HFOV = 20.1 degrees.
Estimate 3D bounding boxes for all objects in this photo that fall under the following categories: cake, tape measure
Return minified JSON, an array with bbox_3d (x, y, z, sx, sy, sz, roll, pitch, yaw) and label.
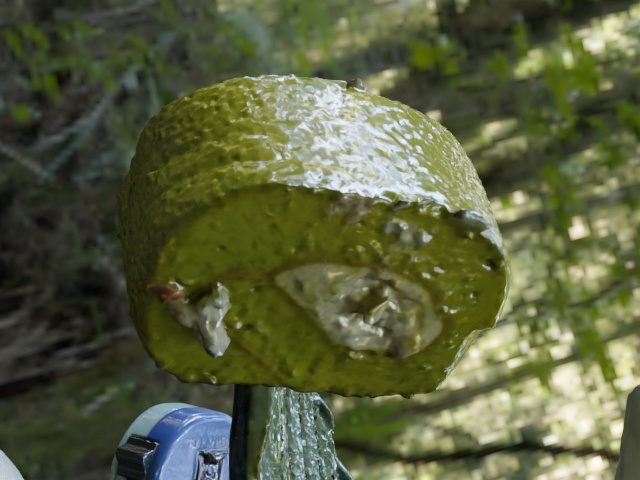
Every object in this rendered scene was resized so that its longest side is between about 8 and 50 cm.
[{"bbox_3d":[0.000,0.000,1.205,0.156,0.260,0.179,-103,-156,-43],"label":"cake"},{"bbox_3d":[-0.144,0.328,2.409,0.098,0.351,0.215,10,-87,34],"label":"tape measure"}]

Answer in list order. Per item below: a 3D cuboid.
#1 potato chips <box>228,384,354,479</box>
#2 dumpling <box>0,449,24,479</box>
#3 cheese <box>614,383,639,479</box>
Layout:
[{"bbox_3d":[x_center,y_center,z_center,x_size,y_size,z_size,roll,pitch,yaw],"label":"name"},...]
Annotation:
[{"bbox_3d":[-0.010,0.282,1.733,0.358,0.070,0.429,52,28,-59],"label":"potato chips"},{"bbox_3d":[-0.344,0.211,1.505,0.260,0.181,0.341,63,0,-22],"label":"dumpling"},{"bbox_3d":[0.362,0.216,1.326,0.292,0.332,0.153,2,-111,34],"label":"cheese"}]
